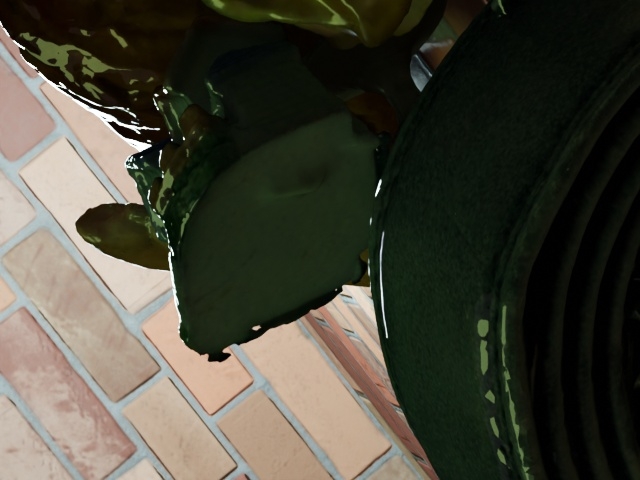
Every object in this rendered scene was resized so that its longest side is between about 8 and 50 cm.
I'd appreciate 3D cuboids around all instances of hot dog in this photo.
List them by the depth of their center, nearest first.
[{"bbox_3d":[-0.067,-0.131,1.219,0.267,0.174,0.387,51,-176,21],"label":"hot dog"}]

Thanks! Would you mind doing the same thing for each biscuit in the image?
[{"bbox_3d":[0.001,0.001,1.220,0.299,0.045,0.154,-2,167,33],"label":"biscuit"}]

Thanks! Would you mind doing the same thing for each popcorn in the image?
[{"bbox_3d":[0.003,-0.152,0.897,0.126,0.126,0.145,26,154,1],"label":"popcorn"}]

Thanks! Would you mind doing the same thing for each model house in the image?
[{"bbox_3d":[-0.050,-0.048,0.971,0.148,0.119,0.148,55,162,36],"label":"model house"}]

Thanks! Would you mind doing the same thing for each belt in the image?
[{"bbox_3d":[0.135,0.030,0.569,0.267,0.206,0.116,61,169,-28],"label":"belt"}]

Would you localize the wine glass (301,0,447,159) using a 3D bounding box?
[{"bbox_3d":[0.088,-0.016,0.989,0.231,0.103,0.103,54,174,17],"label":"wine glass"}]
